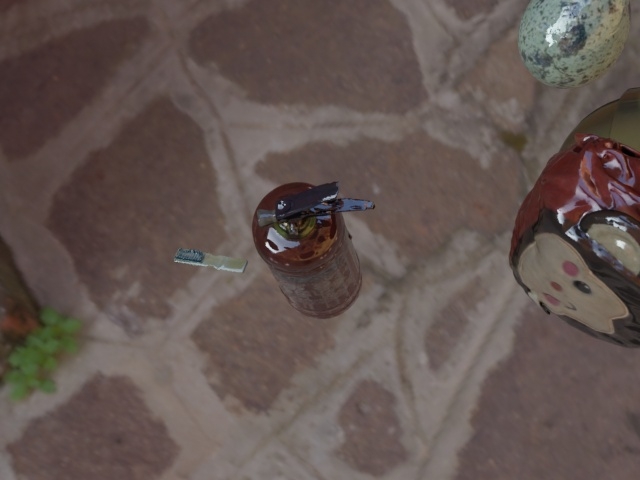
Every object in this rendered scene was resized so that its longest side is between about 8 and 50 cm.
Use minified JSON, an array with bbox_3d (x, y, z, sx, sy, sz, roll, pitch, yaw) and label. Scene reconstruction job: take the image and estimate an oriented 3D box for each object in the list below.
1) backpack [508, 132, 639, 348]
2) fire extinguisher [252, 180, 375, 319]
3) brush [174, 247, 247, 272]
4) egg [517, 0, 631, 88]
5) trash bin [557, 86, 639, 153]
[{"bbox_3d":[0.260,0.008,1.179,0.229,0.229,0.139,21,72,27],"label":"backpack"},{"bbox_3d":[0.000,0.000,1.688,0.138,0.344,0.102,-5,73,5],"label":"fire extinguisher"},{"bbox_3d":[-0.118,0.021,1.615,0.084,0.013,0.016,10,66,20],"label":"brush"},{"bbox_3d":[0.321,-0.268,1.902,0.132,0.132,0.172,60,137,29],"label":"egg"},{"bbox_3d":[0.389,-0.051,1.478,0.334,0.214,0.214,-3,68,25],"label":"trash bin"}]
